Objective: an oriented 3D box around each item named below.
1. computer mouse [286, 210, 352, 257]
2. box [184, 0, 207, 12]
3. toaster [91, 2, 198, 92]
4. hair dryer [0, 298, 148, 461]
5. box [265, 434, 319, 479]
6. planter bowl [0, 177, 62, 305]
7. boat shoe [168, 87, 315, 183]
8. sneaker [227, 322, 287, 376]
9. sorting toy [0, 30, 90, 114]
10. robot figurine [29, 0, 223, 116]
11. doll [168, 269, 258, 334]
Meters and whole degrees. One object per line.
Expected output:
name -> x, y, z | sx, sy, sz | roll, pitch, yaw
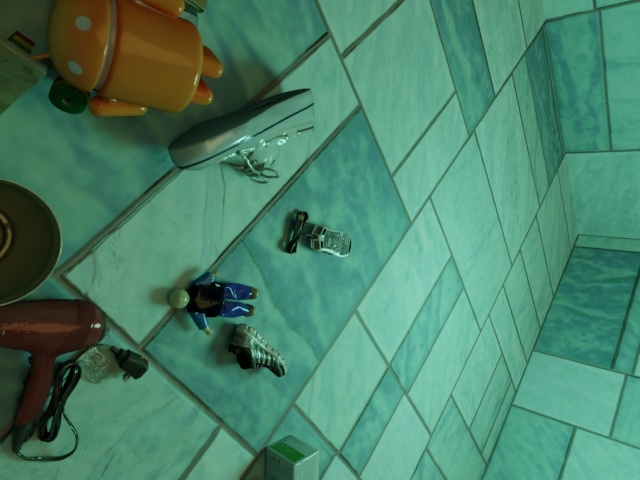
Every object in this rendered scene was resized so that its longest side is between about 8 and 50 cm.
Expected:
computer mouse -> 0.000, 0.000, 1.102 | 0.193, 0.042, 0.106 | 19, 77, -41
box -> -0.247, -0.533, 0.775 | 0.164, 0.021, 0.201 | 18, 83, -45
toaster -> -0.298, -0.297, 0.680 | 0.227, 0.129, 0.146 | -3, 100, -45
hair dryer -> -0.408, 0.192, 0.668 | 0.223, 0.080, 0.293 | -49, 127, -29
box -> -0.066, 0.540, 1.062 | 0.087, 0.101, 0.102 | -4, 98, -47
planter bowl -> -0.442, -0.003, 0.582 | 0.162, 0.109, 0.162 | -9, 102, -46
boat shoe -> -0.127, -0.180, 0.888 | 0.367, 0.135, 0.156 | -43, 128, -46
sneaker -> -0.140, 0.255, 0.974 | 0.075, 0.063, 0.170 | -54, 125, -27
sorting toy -> -0.438, -0.237, 0.548 | 0.274, 0.132, 0.046 | 35, 43, -46
robot figurine -> -0.241, -0.239, 0.578 | 0.219, 0.158, 0.128 | 5, 76, -41
doll -> -0.211, 0.123, 0.890 | 0.189, 0.046, 0.129 | 14, 84, -47
